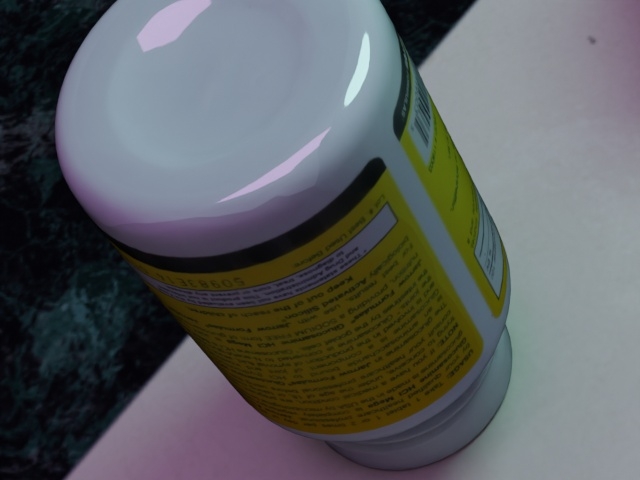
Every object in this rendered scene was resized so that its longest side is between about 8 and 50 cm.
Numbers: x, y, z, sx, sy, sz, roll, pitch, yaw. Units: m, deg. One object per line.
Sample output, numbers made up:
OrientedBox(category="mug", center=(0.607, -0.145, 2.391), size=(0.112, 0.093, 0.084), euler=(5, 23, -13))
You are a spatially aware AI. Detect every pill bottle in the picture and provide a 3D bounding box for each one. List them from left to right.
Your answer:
OrientedBox(category="pill bottle", center=(0.000, 0.000, 1.036), size=(0.188, 0.334, 0.188), euler=(-11, 55, 16))
